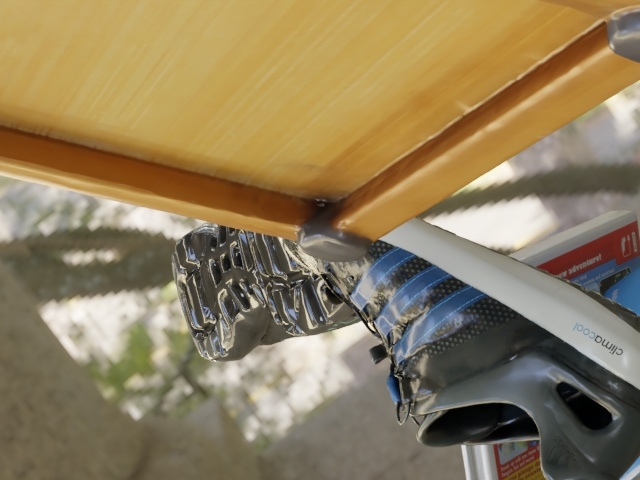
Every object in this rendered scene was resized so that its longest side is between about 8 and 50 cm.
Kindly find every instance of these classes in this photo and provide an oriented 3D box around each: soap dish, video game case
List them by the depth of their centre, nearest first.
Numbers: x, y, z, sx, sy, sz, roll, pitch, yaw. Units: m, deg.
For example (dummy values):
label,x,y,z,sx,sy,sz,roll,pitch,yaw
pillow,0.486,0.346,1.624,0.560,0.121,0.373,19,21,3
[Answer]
label,x,y,z,sx,sy,sz,roll,pitch,yaw
soap dish,-0.027,-0.090,0.496,0.291,0.228,0.118,146,135,-66
video game case,0.170,0.141,1.264,0.025,0.285,0.204,2,16,43

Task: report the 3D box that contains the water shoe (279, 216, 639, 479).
label,x,y,z,sx,sy,sz,roll,pitch,yaw
water shoe,0.045,0.039,0.746,0.203,0.073,0.080,22,82,42

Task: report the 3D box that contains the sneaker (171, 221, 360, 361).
label,x,y,z,sx,sy,sz,roll,pitch,yaw
sneaker,0.000,0.000,1.000,0.106,0.101,0.267,-13,-4,-21

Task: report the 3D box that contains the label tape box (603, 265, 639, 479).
label,x,y,z,sx,sy,sz,roll,pitch,yaw
label tape box,0.319,0.042,1.075,0.347,0.115,0.249,-37,15,30
